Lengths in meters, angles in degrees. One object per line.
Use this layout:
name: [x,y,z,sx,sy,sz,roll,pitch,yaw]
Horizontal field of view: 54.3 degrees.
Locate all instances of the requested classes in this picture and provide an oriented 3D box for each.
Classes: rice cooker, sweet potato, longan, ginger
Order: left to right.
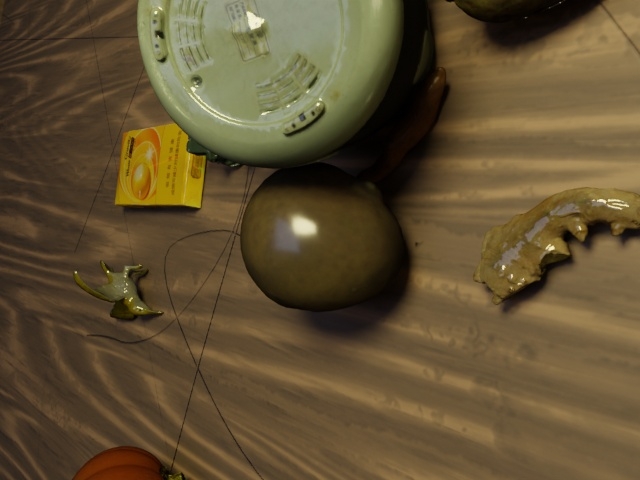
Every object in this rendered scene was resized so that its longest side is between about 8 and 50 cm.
rice cooker: [-0.029,-0.224,0.684,0.289,0.277,0.288,4,106,16]
longan: [0.000,0.000,0.713,0.189,0.189,0.189,-11,75,45]
sweet potato: [0.097,-0.123,0.733,0.179,0.044,0.044,-57,48,29]
ginger: [0.215,-0.004,0.581,0.173,0.051,0.069,-38,60,38]

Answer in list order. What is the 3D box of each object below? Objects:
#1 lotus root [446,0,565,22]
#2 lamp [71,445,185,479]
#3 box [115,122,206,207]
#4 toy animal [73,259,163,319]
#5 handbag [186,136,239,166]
lotus root: [0.226,-0.316,0.551,0.275,0.160,0.151,-22,43,41]
lamp: [-0.289,0.421,0.930,0.223,0.197,0.223,159,90,-77]
box: [-0.301,-0.136,1.157,0.269,0.044,0.152,3,85,46]
toy animal: [-0.351,0.086,1.140,0.155,0.219,0.095,7,67,11]
handbag: [-0.094,-0.242,0.933,0.248,0.079,0.259,7,88,48]
